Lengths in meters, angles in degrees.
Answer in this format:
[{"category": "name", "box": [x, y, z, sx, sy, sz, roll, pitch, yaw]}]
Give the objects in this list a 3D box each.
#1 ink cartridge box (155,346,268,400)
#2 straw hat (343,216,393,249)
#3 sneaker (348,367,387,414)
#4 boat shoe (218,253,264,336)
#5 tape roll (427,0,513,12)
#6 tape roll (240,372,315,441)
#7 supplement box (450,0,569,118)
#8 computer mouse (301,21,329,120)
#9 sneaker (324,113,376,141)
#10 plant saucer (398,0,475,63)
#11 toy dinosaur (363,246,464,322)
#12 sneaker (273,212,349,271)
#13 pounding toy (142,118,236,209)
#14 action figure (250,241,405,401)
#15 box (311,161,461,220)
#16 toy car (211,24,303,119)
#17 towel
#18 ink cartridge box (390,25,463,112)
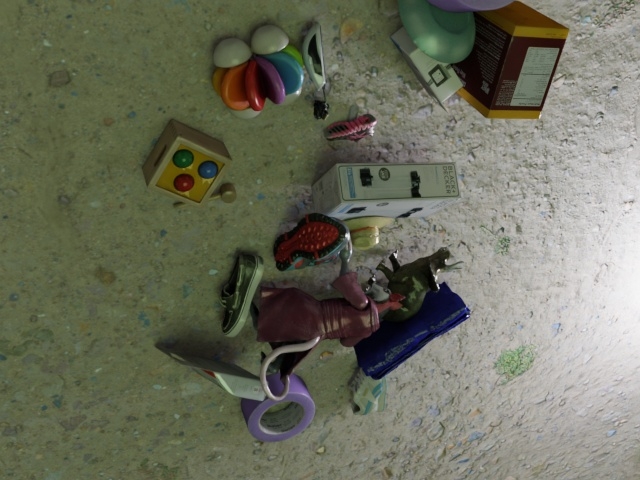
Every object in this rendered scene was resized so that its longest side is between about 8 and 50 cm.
[{"category": "ink cartridge box", "box": [-0.269, 0.321, 1.766, 0.233, 0.189, 0.066, 14, 88, -33]}, {"category": "straw hat", "box": [0.103, -0.011, 1.711, 0.145, 0.061, 0.144, -7, 170, -1]}, {"category": "sneaker", "box": [0.130, 0.407, 2.060, 0.092, 0.087, 0.228, -11, 126, -13]}, {"category": "boat shoe", "box": [-0.202, 0.127, 1.728, 0.070, 0.078, 0.219, 10, 111, -29]}, {"category": "tape roll", "box": [0.282, -0.563, 1.353, 0.275, 0.090, 0.274, -7, 104, -27]}, {"category": "tape roll", "box": [-0.116, 0.453, 1.994, 0.189, 0.080, 0.188, -12, 127, -16]}, {"category": "supplement box", "box": [0.379, -0.377, 1.524, 0.129, 0.191, 0.194, -3, 124, -21]}, {"category": "computer mouse", "box": [-0.012, -0.337, 1.468, 0.042, 0.106, 0.192, -4, 116, 5]}, {"category": "sneaker", "box": [0.067, -0.232, 1.599, 0.120, 0.047, 0.057, -17, 140, -10]}, {"category": "plant saucer", "box": [0.240, -0.443, 1.434, 0.195, 0.194, 0.037, 10, 163, -28]}, {"category": "toy dinosaur", "box": [0.198, 0.131, 1.834, 0.313, 0.160, 0.121, -55, 166, 19]}, {"category": "sneaker", "box": [0.000, 0.000, 1.652, 0.125, 0.104, 0.262, -4, 170, -33]}, {"category": "pounding toy", "box": [-0.253, -0.116, 1.512, 0.206, 0.094, 0.181, 23, 113, -33]}, {"category": "action figure", "box": [0.020, 0.181, 1.741, 0.371, 0.275, 0.248, -12, 120, 4]}, {"category": "box", "box": [0.145, -0.107, 1.635, 0.290, 0.087, 0.169, -3, 168, -22]}, {"category": "toy car", "box": [-0.112, -0.308, 1.403, 0.182, 0.136, 0.159, -21, 129, -7]}, {"category": "towel", "box": [0.232, 0.233, 1.890, 0.308, 0.227, 0.076, -33, 98, 4]}, {"category": "ink cartridge box", "box": [0.229, -0.360, 1.530, 0.060, 0.104, 0.180, -39, 130, 8]}]
